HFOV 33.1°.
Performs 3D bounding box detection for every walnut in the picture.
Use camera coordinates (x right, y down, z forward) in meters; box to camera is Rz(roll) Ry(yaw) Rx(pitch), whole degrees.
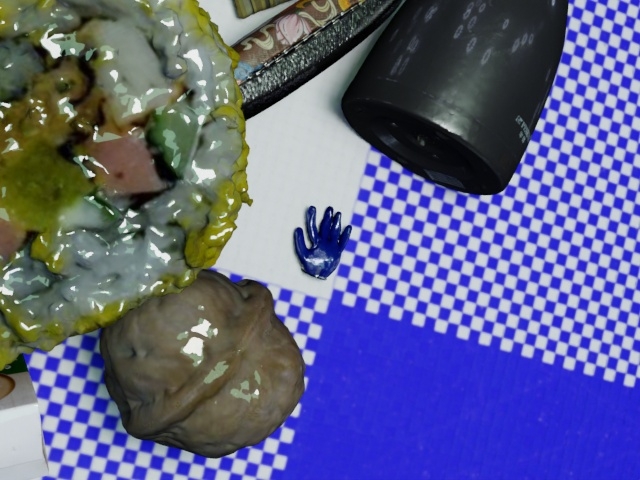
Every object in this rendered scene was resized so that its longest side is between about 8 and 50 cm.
[{"bbox_3d":[-0.124,0.124,1.108,0.224,0.224,0.224,0,89,-19],"label":"walnut"}]

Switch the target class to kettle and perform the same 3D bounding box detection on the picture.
[{"bbox_3d":[0.191,-0.210,1.247,0.290,0.207,0.268,-62,143,-11],"label":"kettle"}]

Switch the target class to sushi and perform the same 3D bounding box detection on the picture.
[{"bbox_3d":[-0.262,-0.098,0.989,0.397,0.240,0.351,-24,107,3],"label":"sushi"}]

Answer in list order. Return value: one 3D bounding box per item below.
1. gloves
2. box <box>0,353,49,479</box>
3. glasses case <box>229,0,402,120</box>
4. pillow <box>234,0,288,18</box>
[{"bbox_3d":[0.000,0.000,1.253,0.064,0.026,0.086,24,82,-15],"label":"gloves"},{"bbox_3d":[-0.344,0.169,1.037,0.135,0.199,0.081,-11,109,-19],"label":"box"},{"bbox_3d":[-0.037,-0.209,1.192,0.321,0.122,0.082,-37,102,-16],"label":"glasses case"},{"bbox_3d":[-0.022,-0.339,1.245,0.203,0.038,0.113,-22,99,-17],"label":"pillow"}]
